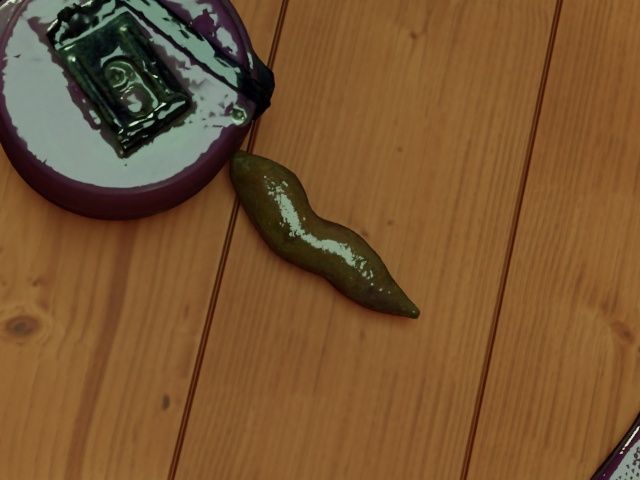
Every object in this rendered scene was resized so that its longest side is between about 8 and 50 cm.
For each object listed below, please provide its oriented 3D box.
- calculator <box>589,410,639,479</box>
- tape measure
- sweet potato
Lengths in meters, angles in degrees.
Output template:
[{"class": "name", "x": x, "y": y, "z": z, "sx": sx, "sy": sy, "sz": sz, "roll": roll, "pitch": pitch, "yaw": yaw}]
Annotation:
[{"class": "calculator", "x": 0.331, "y": 0.193, "z": 1.488, "sx": 0.126, "sy": 0.034, "sz": 0.190, "roll": 38, "pitch": 75, "yaw": 1}, {"class": "tape measure", "x": -0.173, "y": -0.143, "z": 1.412, "sx": 0.231, "sy": 0.149, "sz": 0.245, "roll": -36, "pitch": 86, "yaw": -14}, {"class": "sweet potato", "x": -0.003, "y": 0.002, "z": 1.461, "sx": 0.218, "sy": 0.051, "sz": 0.065, "roll": 43, "pitch": 74, "yaw": 1}]
